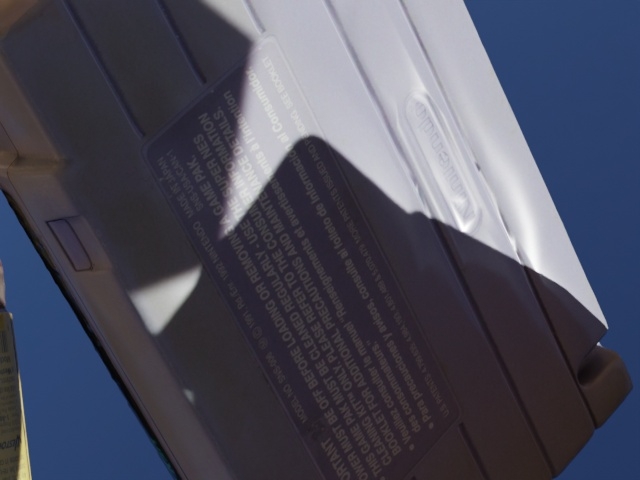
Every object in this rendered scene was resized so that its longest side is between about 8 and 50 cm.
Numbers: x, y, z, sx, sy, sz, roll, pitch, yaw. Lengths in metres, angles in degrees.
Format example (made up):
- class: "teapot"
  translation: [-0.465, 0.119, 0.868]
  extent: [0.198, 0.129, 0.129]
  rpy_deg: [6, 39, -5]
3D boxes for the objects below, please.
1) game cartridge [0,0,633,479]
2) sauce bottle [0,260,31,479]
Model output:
- class: "game cartridge"
  translation: [0.000, 0.000, 0.850]
  extent: [0.230, 0.355, 0.068]
  rpy_deg: [-41, -150, -27]
- class: "sauce bottle"
  translation: [-0.203, 0.180, 1.032]
  extent: [0.111, 0.344, 0.111]
  rpy_deg: [-7, 177, 0]
